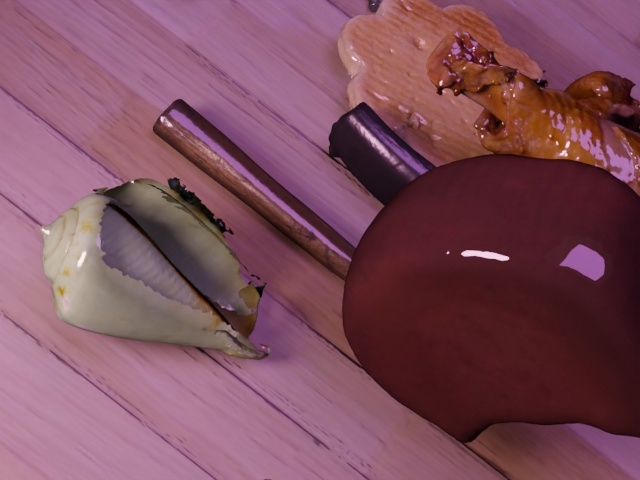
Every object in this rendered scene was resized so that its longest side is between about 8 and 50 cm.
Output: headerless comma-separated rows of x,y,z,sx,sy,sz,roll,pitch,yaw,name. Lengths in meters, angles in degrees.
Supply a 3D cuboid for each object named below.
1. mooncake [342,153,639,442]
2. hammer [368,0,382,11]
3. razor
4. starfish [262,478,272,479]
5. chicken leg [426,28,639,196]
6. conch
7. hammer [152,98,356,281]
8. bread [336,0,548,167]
0.198,0.063,1.406,0.334,0.326,0.174,34,50,-6,mooncake
-0.009,-0.324,1.839,0.182,0.017,0.062,3,55,-26,hammer
0.075,-0.087,1.662,0.148,0.090,0.054,43,57,6,razor
-0.108,0.367,1.180,0.358,0.078,0.347,22,66,-67,starfish
0.291,-0.121,1.720,0.409,0.182,0.295,34,45,-18,chicken leg
-0.154,0.024,1.419,0.251,0.137,0.143,6,54,-25,conch
0.000,0.000,1.586,0.440,0.044,0.168,39,48,1,hammer
0.158,-0.176,1.798,0.316,0.054,0.316,15,52,-20,bread
